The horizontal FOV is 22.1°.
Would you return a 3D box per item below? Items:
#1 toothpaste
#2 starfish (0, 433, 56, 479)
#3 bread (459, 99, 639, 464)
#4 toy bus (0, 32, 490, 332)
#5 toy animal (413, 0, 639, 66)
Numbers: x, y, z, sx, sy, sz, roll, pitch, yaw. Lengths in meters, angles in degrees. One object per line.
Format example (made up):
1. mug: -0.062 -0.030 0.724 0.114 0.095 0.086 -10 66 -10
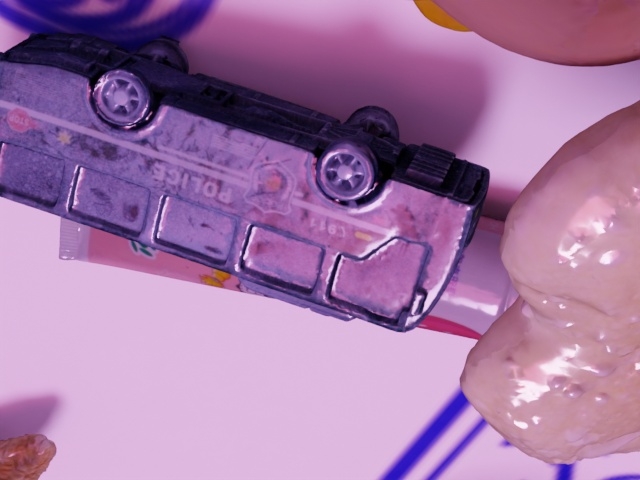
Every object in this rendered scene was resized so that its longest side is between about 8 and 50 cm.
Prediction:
1. toothpaste: 0.000 0.000 0.589 0.194 0.043 0.067 12 126 5
2. starfish: -0.226 0.109 0.722 0.236 0.062 0.277 -25 122 29
3. bread: 0.160 -0.016 0.453 0.251 0.039 0.182 -12 143 -25
4. toy bus: -0.030 -0.022 0.544 0.166 0.047 0.065 19 113 6
5. toy animal: 0.025 -0.121 0.400 0.248 0.149 0.165 11 121 -15
